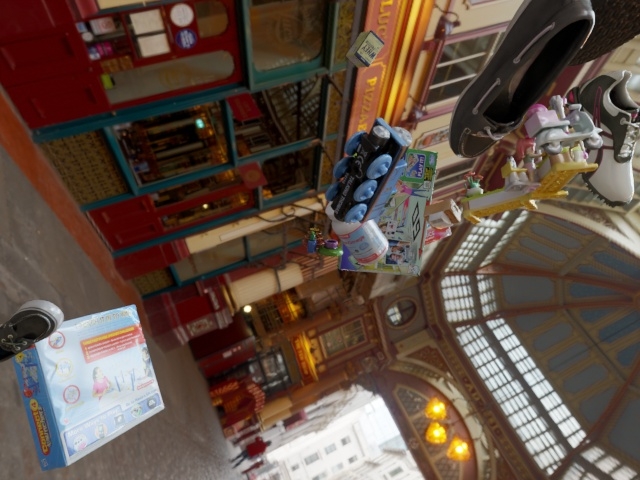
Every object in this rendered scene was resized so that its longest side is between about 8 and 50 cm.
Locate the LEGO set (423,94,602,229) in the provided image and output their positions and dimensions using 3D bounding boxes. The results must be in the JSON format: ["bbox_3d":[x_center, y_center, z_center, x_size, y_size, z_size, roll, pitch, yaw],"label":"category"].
[{"bbox_3d":[0.256,-0.104,0.596,0.287,0.132,0.107,133,-43,-67],"label":"LEGO set"}]

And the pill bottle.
[{"bbox_3d":[0.081,-0.026,0.968,0.160,0.087,0.087,50,-6,-30],"label":"pill bottle"}]

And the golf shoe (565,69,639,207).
[{"bbox_3d":[0.589,-0.203,0.874,0.120,0.105,0.273,154,-79,-69],"label":"golf shoe"}]

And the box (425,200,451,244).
[{"bbox_3d":[0.304,-0.044,1.484,0.122,0.256,0.128,10,-63,67],"label":"box"}]

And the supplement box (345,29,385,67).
[{"bbox_3d":[0.129,-0.559,1.261,0.056,0.083,0.083,32,7,-27],"label":"supplement box"}]

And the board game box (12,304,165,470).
[{"bbox_3d":[-0.564,0.341,1.073,0.308,0.086,0.302,-6,77,-69],"label":"board game box"}]

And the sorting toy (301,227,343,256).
[{"bbox_3d":[0.000,0.000,0.860,0.101,0.061,0.042,20,-67,43],"label":"sorting toy"}]

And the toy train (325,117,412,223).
[{"bbox_3d":[0.076,-0.101,0.663,0.080,0.105,0.184,51,-38,23],"label":"toy train"}]

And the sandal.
[{"bbox_3d":[0.689,-0.545,0.953,0.167,0.445,0.107,43,29,-42],"label":"sandal"}]

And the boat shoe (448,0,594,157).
[{"bbox_3d":[0.318,-0.249,0.726,0.335,0.112,0.096,109,-27,-51],"label":"boat shoe"}]

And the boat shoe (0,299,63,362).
[{"bbox_3d":[-0.364,0.116,0.516,0.049,0.142,0.040,51,26,-27],"label":"boat shoe"}]

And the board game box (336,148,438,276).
[{"bbox_3d":[0.166,-0.076,1.088,0.046,0.213,0.318,-131,-133,-79],"label":"board game box"}]
